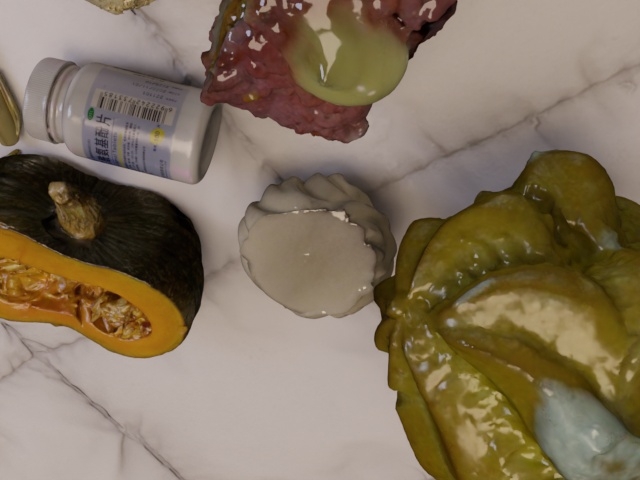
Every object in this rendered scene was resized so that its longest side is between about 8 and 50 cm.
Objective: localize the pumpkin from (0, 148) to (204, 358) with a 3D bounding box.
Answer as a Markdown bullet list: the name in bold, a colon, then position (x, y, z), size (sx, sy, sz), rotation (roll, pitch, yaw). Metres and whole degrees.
- **pumpkin**: position (-0.288, 0.009, 0.872), size (0.317, 0.139, 0.222), rotation (21, 129, -4)

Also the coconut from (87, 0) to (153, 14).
- **coconut**: position (-0.185, -0.279, 0.657), size (0.116, 0.116, 0.122), rotation (25, 131, -8)

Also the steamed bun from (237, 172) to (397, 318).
- **steamed bun**: position (0.000, 0.000, 0.832), size (0.183, 0.106, 0.183), rotation (4, 123, 6)

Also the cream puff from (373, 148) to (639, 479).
- **cream puff**: position (0.187, 0.094, 0.705), size (0.276, 0.378, 0.378), rotation (3, 126, 1)

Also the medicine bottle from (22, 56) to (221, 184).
- **medicine bottle**: position (-0.207, -0.129, 0.777), size (0.187, 0.103, 0.102), rotation (14, 127, 0)

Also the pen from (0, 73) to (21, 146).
- **pen**: position (-0.380, -0.209, 0.797), size (0.040, 0.032, 0.233), rotation (-16, 124, -7)

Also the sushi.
- **sushi**: position (0.017, -0.202, 0.605), size (0.171, 0.236, 0.270), rotation (26, 129, -21)
